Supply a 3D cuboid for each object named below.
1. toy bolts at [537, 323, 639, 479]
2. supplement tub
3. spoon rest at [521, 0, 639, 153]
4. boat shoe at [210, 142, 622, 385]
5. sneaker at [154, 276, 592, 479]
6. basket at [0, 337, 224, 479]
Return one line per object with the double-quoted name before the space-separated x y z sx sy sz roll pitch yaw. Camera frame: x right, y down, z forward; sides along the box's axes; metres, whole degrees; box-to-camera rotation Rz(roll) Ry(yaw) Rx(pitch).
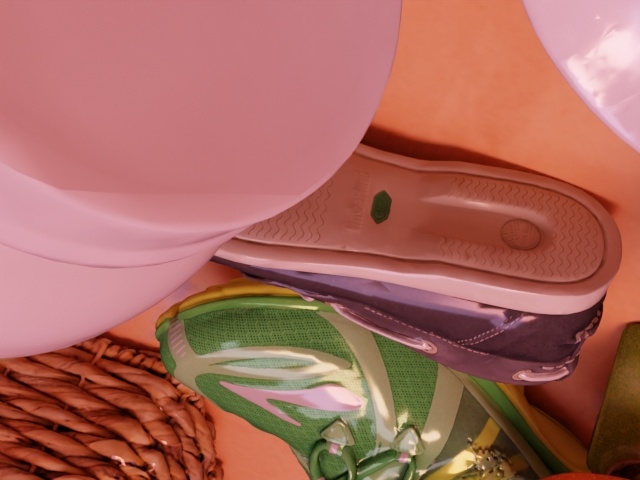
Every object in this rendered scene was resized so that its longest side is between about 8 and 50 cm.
"toy bolts" 0.181 0.102 0.582 0.218 0.158 0.228 15 143 15
"supplement tub" -0.161 -0.068 0.514 0.331 0.241 0.241 -15 128 43
"spoon rest" 0.093 -0.106 0.430 0.137 0.084 0.276 24 149 43
"boat shoe" 0.000 0.000 0.633 0.233 0.084 0.079 17 143 8
"sneaker" 0.049 0.119 0.718 0.295 0.123 0.109 36 144 -12
"basket" -0.227 0.170 0.870 0.299 0.223 0.213 15 143 14
